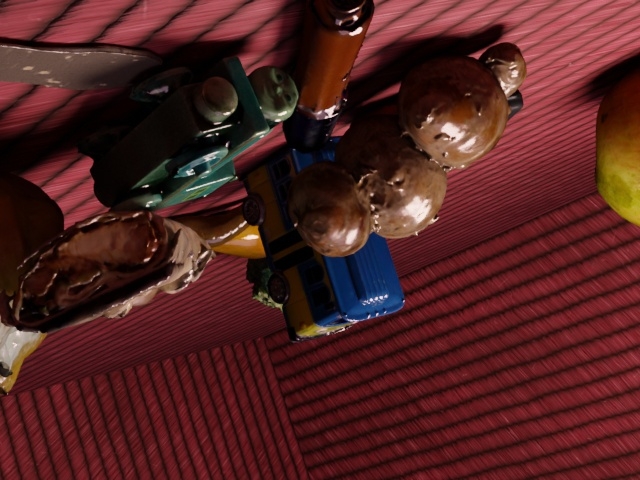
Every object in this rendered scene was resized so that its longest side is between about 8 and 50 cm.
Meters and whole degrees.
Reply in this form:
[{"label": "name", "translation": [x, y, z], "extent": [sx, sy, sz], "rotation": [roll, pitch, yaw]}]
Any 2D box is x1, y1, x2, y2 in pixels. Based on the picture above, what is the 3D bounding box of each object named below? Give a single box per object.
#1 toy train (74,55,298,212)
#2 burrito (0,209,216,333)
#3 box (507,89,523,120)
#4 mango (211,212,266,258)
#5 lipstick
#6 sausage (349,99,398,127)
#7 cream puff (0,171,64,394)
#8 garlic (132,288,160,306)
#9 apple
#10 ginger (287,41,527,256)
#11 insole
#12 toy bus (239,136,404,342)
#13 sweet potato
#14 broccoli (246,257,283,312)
[{"label": "toy train", "translation": [-0.149, -0.117, 1.231], "extent": [0.194, 0.120, 0.298], "rotation": [-20, 176, -38]}, {"label": "burrito", "translation": [-0.224, 0.029, 1.215], "extent": [0.175, 0.107, 0.348], "rotation": [-37, 174, 6]}, {"label": "box", "translation": [0.198, -0.186, 1.713], "extent": [0.230, 0.050, 0.160], "rotation": [-16, 171, -16]}, {"label": "mango", "translation": [-0.136, -0.013, 1.957], "extent": [0.115, 0.090, 0.178], "rotation": [-16, 166, 34]}, {"label": "lipstick", "translation": [0.002, -0.191, 1.217], "extent": [0.077, 0.077, 0.418], "rotation": [-17, 170, -10]}, {"label": "sausage", "translation": [0.137, -0.179, 1.569], "extent": [0.197, 0.076, 0.076], "rotation": [-22, 170, 12]}, {"label": "cream puff", "translation": [-0.439, 0.029, 1.244], "extent": [0.274, 0.269, 0.323], "rotation": [-58, 179, -15]}, {"label": "garlic", "translation": [-0.348, 0.068, 2.004], "extent": [0.143, 0.112, 0.318], "rotation": [-24, -179, 13]}, {"label": "apple", "translation": [0.637, -0.169, 1.865], "extent": [0.339, 0.340, 0.339], "rotation": [-18, 171, -3]}, {"label": "ginger", "translation": [0.128, -0.126, 1.437], "extent": [0.375, 0.176, 0.256], "rotation": [-42, 166, 12]}, {"label": "insole", "translation": [-0.253, -0.170, 1.033], "extent": [0.081, 0.011, 0.248], "rotation": [-27, 169, 34]}, {"label": "toy bus", "translation": [0.000, 0.000, 1.673], "extent": [0.138, 0.288, 0.175], "rotation": [-10, 169, -42]}, {"label": "sweet potato", "translation": [-0.169, -0.028, 1.859], "extent": [0.249, 0.069, 0.059], "rotation": [-16, -154, -18]}, {"label": "broccoli", "translation": [-0.018, 0.061, 2.180], "extent": [0.265, 0.245, 0.294], "rotation": [-36, -163, -6]}]
